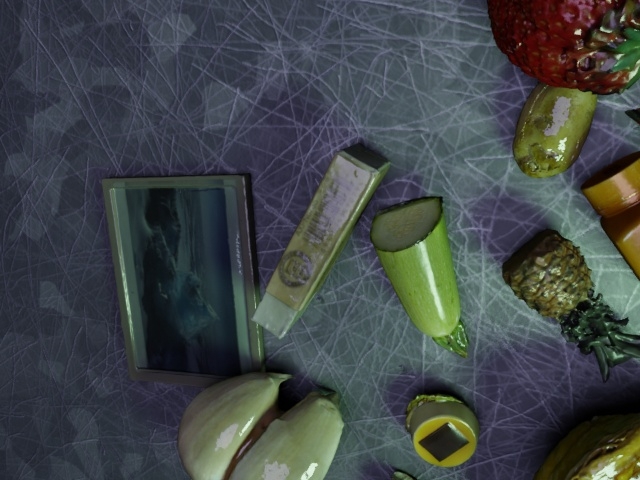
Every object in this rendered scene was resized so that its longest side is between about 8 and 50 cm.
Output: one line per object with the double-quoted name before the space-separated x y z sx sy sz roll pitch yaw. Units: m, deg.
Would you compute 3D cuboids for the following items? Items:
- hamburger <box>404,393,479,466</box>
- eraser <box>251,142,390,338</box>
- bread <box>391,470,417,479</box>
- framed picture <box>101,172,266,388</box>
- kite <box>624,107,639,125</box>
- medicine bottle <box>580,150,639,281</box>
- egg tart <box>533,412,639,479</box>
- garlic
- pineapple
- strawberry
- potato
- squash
"hamburger" 0.217 0.336 1.086 0.141 0.081 0.127 29 112 -3
"eraser" 0.000 0.000 1.045 0.078 0.144 0.343 32 109 7
"bread" 0.155 0.496 1.145 0.070 0.076 0.083 22 110 9
"framed picture" -0.275 0.090 1.218 0.325 0.028 0.447 0 103 18
"kite" 0.551 -0.172 0.832 0.241 0.014 0.184 -8 59 40
"medicine bottle" 0.486 -0.012 0.877 0.112 0.149 0.222 -34 90 21
"egg tart" 0.478 0.398 0.961 0.339 0.153 0.352 -7 116 -13
"garlic" -0.118 0.398 1.156 0.313 0.249 0.286 -55 54 32
"pineapple" 0.404 0.103 0.952 0.128 0.128 0.248 -41 92 22
"strawberry" 0.354 -0.349 0.798 0.250 0.239 0.288 -30 68 -12
"potato" 0.357 -0.176 0.921 0.107 0.080 0.171 21 107 0
"squash" 0.172 0.080 1.018 0.137 0.137 0.288 -12 101 20
